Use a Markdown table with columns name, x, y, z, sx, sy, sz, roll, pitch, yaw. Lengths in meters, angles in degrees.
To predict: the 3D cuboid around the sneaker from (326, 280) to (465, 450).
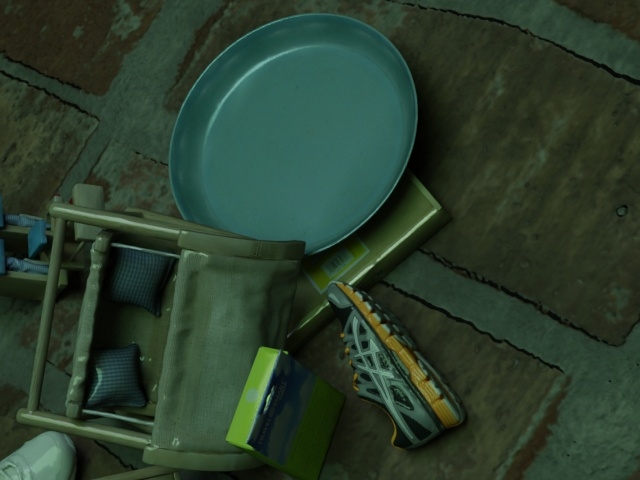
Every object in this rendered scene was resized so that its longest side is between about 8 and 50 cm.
| name | x | y | z | sx | sy | sz | roll | pitch | yaw |
| --- | --- | --- | --- | --- | --- | --- | --- | --- | --- |
| sneaker | 0.064 | 0.132 | 1.662 | 0.083 | 0.084 | 0.215 | -42 | 64 | 13 |

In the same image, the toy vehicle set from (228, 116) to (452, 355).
| name | x | y | z | sx | sy | sz | roll | pitch | yaw |
| --- | --- | --- | --- | --- | --- | --- | --- | --- | --- |
| toy vehicle set | 0.000 | 0.000 | 1.778 | 0.267 | 0.035 | 0.166 | -40 | 58 | 5 |

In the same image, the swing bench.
| name | x | y | z | sx | sy | sz | roll | pitch | yaw |
| --- | --- | --- | --- | --- | --- | --- | --- | --- | --- |
| swing bench | -0.172 | 0.103 | 1.694 | 0.254 | 0.165 | 0.253 | 12 | 96 | 29 |

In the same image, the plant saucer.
| name | x | y | z | sx | sy | sz | roll | pitch | yaw |
| --- | --- | --- | --- | --- | --- | --- | --- | --- | --- |
| plant saucer | -0.029 | -0.116 | 1.794 | 0.317 | 0.044 | 0.318 | -10 | 65 | 21 |

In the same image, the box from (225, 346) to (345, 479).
| name | x | y | z | sx | sy | sz | roll | pitch | yaw |
| --- | --- | --- | --- | --- | --- | --- | --- | --- | --- |
| box | -0.038 | 0.186 | 1.633 | 0.042 | 0.178 | 0.109 | 12 | 74 | 29 |

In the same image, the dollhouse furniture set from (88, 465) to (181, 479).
| name | x | y | z | sx | sy | sz | roll | pitch | yaw |
| --- | --- | --- | --- | --- | --- | --- | --- | --- | --- |
| dollhouse furniture set | -0.149 | 0.303 | 1.513 | 0.303 | 0.355 | 0.174 | -10 | 81 | -23 |

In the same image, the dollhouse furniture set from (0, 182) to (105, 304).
| name | x | y | z | sx | sy | sz | roll | pitch | yaw |
| --- | --- | --- | --- | --- | --- | --- | --- | --- | --- |
| dollhouse furniture set | -0.356 | -0.023 | 1.851 | 0.183 | 0.129 | 0.129 | -42 | 48 | 48 |

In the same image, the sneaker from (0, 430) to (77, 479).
| name | x | y | z | sx | sy | sz | roll | pitch | yaw |
| --- | --- | --- | --- | --- | --- | --- | --- | --- | --- |
| sneaker | -0.384 | 0.305 | 1.781 | 0.232 | 0.115 | 0.090 | -44 | 58 | 3 |
